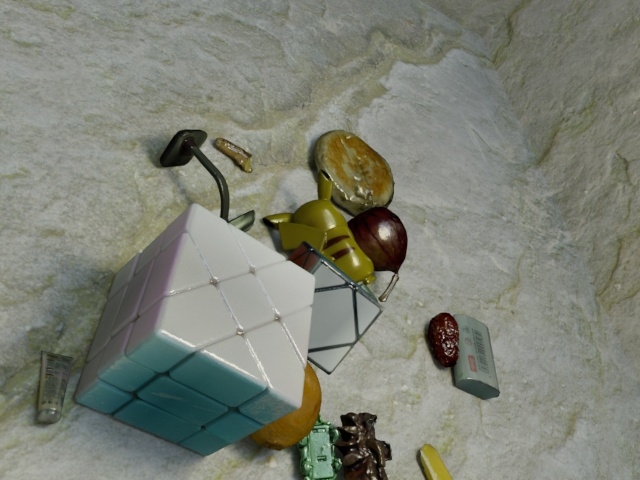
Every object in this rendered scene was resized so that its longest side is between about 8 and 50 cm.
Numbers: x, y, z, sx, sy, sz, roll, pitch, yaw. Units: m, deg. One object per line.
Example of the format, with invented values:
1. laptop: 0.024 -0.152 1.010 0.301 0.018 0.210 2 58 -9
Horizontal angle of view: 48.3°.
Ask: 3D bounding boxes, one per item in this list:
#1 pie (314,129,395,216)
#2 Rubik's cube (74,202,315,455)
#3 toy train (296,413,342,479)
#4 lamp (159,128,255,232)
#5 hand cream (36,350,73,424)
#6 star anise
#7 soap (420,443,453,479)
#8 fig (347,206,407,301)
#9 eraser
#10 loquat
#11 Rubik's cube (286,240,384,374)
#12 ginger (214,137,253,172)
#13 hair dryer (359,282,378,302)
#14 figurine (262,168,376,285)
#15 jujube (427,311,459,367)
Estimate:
1. pie: 0.105 -0.215 2.273 0.339 0.077 0.339 24 48 -29
2. Rubik's cube: -0.232 0.183 1.389 0.321 0.316 0.319 34 40 -27
3. toy train: -0.010 0.466 1.604 0.099 0.081 0.149 -3 72 -15
4. lamp: -0.257 -0.139 1.783 0.283 0.124 0.203 60 27 3
5. hand cream: -0.484 0.264 1.288 0.061 0.039 0.143 21 38 -28
6. star anise: 0.113 0.506 1.673 0.214 0.099 0.220 14 51 -57
7. soap: 0.309 0.613 1.870 0.089 0.033 0.169 -3 64 -51
8. fig: 0.184 0.025 2.064 0.249 0.186 0.203 51 18 15
9. eraser: 0.474 0.359 2.213 0.174 0.081 0.227 30 42 -34
10. loquat: -0.089 0.337 1.549 0.187 0.176 0.234 50 36 -34
11. Rubik's cube: -0.010 0.155 1.683 0.205 0.207 0.205 40 -1 -18
12. ginger: -0.230 -0.239 1.953 0.137 0.044 0.057 37 58 -19
13. hair dryer: 0.092 0.177 1.983 0.150 0.047 0.071 -29 80 -43
14. figurine: 0.004 0.006 1.918 0.327 0.218 0.169 59 -4 18
15. jujube: 0.370 0.295 2.136 0.104 0.104 0.166 24 47 -34
